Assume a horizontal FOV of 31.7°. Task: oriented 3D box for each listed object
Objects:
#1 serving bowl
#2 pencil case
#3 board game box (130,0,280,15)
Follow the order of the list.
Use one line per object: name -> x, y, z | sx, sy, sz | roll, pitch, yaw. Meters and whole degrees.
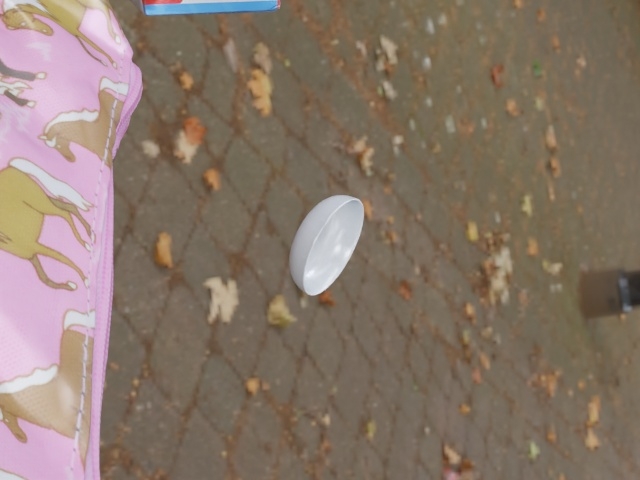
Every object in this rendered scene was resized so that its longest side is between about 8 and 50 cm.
serving bowl -> 0.000, 0.000, 0.872 | 0.083, 0.027, 0.083 | -49, 154, -33
pencil case -> -0.164, 0.014, 0.479 | 0.167, 0.160, 0.386 | 33, 30, -31
board game box -> -0.106, -0.322, 0.751 | 0.308, 0.086, 0.301 | -132, -140, -64
